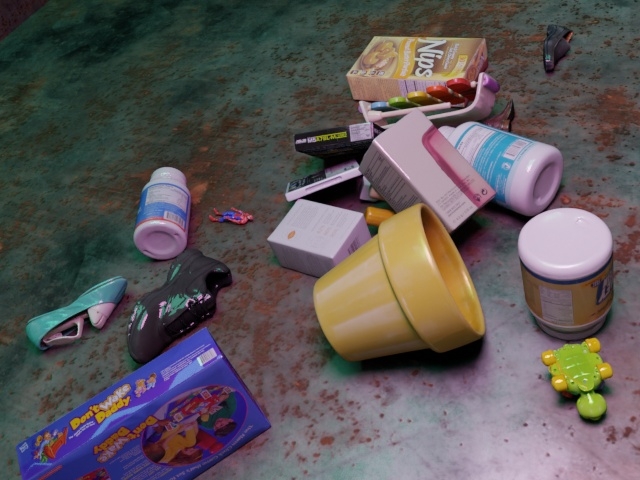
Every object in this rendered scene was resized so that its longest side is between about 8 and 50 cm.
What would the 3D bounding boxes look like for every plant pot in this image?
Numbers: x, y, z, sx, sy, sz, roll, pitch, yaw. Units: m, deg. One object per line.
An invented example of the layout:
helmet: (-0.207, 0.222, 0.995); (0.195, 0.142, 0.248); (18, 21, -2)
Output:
plant pot: (0.129, 0.097, 1.232); (0.239, 0.254, 0.254); (-27, 41, 20)

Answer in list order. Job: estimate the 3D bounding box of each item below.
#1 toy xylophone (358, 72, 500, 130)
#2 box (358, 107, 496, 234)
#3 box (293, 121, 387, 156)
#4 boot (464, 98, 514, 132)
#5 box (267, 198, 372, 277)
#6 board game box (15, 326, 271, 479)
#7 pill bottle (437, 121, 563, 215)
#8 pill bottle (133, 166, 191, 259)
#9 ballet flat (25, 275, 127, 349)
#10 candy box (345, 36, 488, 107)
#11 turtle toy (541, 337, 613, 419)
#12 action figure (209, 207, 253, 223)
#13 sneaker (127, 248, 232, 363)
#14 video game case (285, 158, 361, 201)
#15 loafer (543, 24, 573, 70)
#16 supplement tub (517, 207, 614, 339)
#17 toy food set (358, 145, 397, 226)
toy xylophone: (0.238, -0.305, 1.579); (0.323, 0.236, 0.081); (-7, 87, 22)
box: (0.206, -0.119, 1.383); (0.127, 0.148, 0.232); (-38, 83, -17)
box: (0.059, -0.227, 1.612); (0.191, 0.184, 0.045); (-6, 90, 22)
boot: (0.391, -0.287, 1.629); (0.114, 0.037, 0.106); (1, 50, 29)
box: (0.000, 0.000, 1.471); (0.170, 0.091, 0.130); (15, 56, 33)
board game box: (-0.282, 0.327, 1.168); (0.347, 0.233, 0.078); (-32, 44, -9)
pill bottle: (0.350, -0.158, 1.438); (0.146, 0.146, 0.264); (-43, 47, -20)
pill bottle: (-0.374, -0.072, 1.675); (0.124, 0.124, 0.221); (-15, 43, 9)
ballet flat: (-0.529, 0.171, 1.549); (0.247, 0.083, 0.087); (-28, 68, -4)
candy box: (0.249, -0.439, 1.796); (0.316, 0.087, 0.183); (10, 53, 31)
turtle toy: (0.411, 0.219, 1.103); (0.095, 0.066, 0.130); (-17, 44, 9)
action figure: (-0.210, -0.058, 1.664); (0.115, 0.030, 0.038); (6, 46, 25)
sneaker: (-0.292, 0.138, 1.456); (0.130, 0.109, 0.286); (15, 57, 26)
video game case: (0.006, -0.139, 1.588); (0.173, 0.022, 0.190); (-20, 12, 3)
loafer: (0.583, -0.478, 1.715); (0.061, 0.062, 0.170); (6, 52, 21)
supplement tub: (0.411, 0.059, 1.161); (0.144, 0.199, 0.144); (-12, 45, 12)
toy food set: (0.151, -0.124, 1.528); (0.105, 0.111, 0.232); (11, 34, -8)
